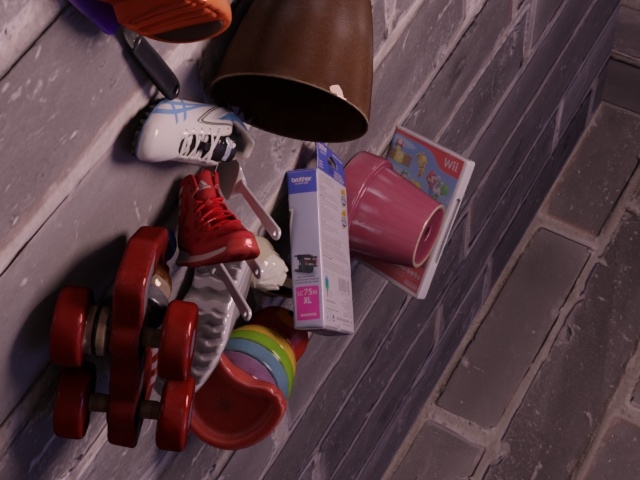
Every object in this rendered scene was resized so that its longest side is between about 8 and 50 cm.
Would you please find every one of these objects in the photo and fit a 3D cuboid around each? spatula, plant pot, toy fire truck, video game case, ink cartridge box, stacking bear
[{"bbox_3d":[-0.211,-0.235,1.419,0.296,0.030,0.084,62,48,-67],"label":"spatula"},{"bbox_3d":[-0.017,-0.278,1.675,0.215,0.215,0.230,55,46,-69],"label":"plant pot"},{"bbox_3d":[-0.117,-0.009,1.713,0.019,0.242,0.168,12,111,-27],"label":"spatula"},{"bbox_3d":[-0.238,0.112,1.620,0.254,0.169,0.302,-85,-178,-53],"label":"toy fire truck"},{"bbox_3d":[0.175,-0.056,2.432,0.025,0.204,0.285,5,110,-44],"label":"video game case"},{"bbox_3d":[0.000,0.000,2.098,0.186,0.065,0.311,26,62,-72],"label":"ink cartridge box"},{"bbox_3d":[0.123,-0.041,2.328,0.201,0.180,0.201,-53,158,-32],"label":"plant pot"},{"bbox_3d":[-0.106,0.202,2.055,0.164,0.175,0.289,-60,175,30],"label":"stacking bear"}]

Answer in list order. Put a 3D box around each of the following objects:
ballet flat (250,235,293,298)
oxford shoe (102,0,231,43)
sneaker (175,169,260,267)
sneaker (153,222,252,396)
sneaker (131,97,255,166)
[{"bbox_3d":[-0.080,0.051,2.043,0.086,0.086,0.248,-65,161,-3],"label":"ballet flat"},{"bbox_3d":[-0.214,-0.313,1.240,0.364,0.130,0.132,28,52,-64],"label":"oxford shoe"},{"bbox_3d":[-0.149,-0.031,1.648,0.087,0.221,0.128,-7,90,-27],"label":"sneaker"},{"bbox_3d":[-0.158,0.114,1.869,0.281,0.105,0.115,-64,161,-7],"label":"sneaker"},{"bbox_3d":[-0.159,-0.133,1.602,0.237,0.086,0.085,-15,129,-65],"label":"sneaker"}]
